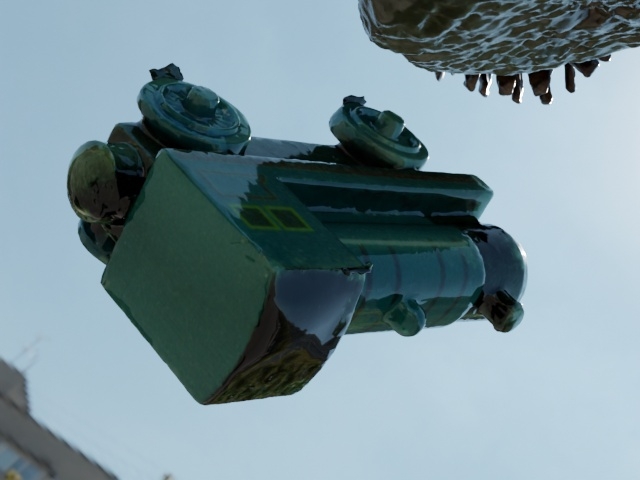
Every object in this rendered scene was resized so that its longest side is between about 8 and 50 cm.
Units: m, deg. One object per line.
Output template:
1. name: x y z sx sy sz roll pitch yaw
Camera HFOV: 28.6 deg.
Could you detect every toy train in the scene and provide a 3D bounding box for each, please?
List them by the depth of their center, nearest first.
1. toy train: 0.000 0.000 0.743 0.194 0.298 0.120 45 -61 34

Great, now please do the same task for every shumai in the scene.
1. shumai: 0.156 -0.265 0.820 0.309 0.304 0.263 -10 -99 19

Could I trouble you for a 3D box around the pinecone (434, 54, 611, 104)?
1. pinecone: 0.177 -0.214 1.128 0.208 0.208 0.207 27 -40 25
